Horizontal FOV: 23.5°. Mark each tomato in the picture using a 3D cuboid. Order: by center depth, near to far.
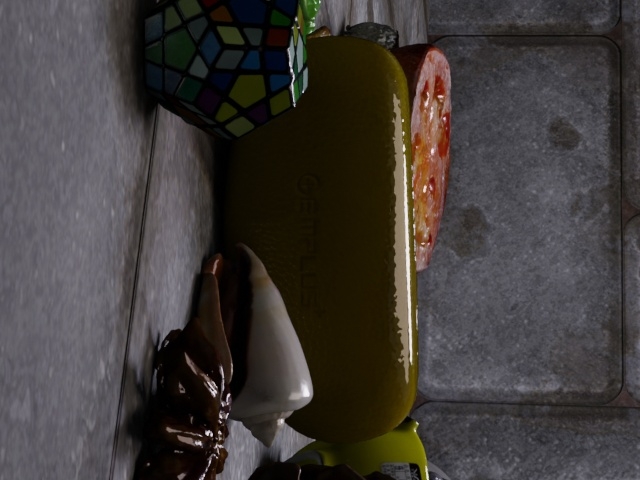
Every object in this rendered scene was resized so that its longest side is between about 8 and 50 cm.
[{"bbox_3d":[0.083,-0.114,2.073,0.338,0.143,0.338,7,90,-77],"label":"tomato"}]

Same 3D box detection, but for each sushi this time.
[{"bbox_3d":[0.070,-0.259,2.207,0.150,0.090,0.078,-76,169,-66],"label":"sushi"}]

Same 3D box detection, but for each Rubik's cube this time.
[{"bbox_3d":[-0.069,-0.137,1.128,0.112,0.133,0.133,129,-28,-55],"label":"Rubik's cube"}]

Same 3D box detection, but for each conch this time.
[{"bbox_3d":[-0.060,0.086,1.303,0.094,0.104,0.176,166,-78,-69],"label":"conch"}]

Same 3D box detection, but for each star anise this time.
[{"bbox_3d":[-0.098,0.144,1.147,0.168,0.057,0.168,0,90,-82],"label":"star anise"}]

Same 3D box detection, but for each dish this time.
[{"bbox_3d":[0.010,0.301,1.630,0.108,0.221,0.262,27,52,-37],"label":"dish"}]

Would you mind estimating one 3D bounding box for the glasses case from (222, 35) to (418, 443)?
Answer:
[{"bbox_3d":[0.000,0.000,1.411,0.141,0.173,0.371,-35,123,-81],"label":"glasses case"}]

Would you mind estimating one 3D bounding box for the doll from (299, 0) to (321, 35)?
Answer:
[{"bbox_3d":[-0.023,-0.265,1.679,0.190,0.050,0.115,81,9,-61],"label":"doll"}]

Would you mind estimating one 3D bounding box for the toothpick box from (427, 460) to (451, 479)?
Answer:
[{"bbox_3d":[0.103,0.411,2.019,0.229,0.229,0.316,-81,168,-46],"label":"toothpick box"}]

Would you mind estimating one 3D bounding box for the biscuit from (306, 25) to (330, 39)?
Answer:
[{"bbox_3d":[-0.018,-0.117,1.646,0.144,0.016,0.203,-33,125,-51],"label":"biscuit"}]

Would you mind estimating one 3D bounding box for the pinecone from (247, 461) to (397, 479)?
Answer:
[{"bbox_3d":[0.005,0.301,1.325,0.309,0.244,0.244,60,31,-54],"label":"pinecone"}]

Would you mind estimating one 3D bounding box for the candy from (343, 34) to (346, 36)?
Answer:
[{"bbox_3d":[0.001,-0.097,1.771,0.246,0.069,0.149,-62,155,-24],"label":"candy"}]
